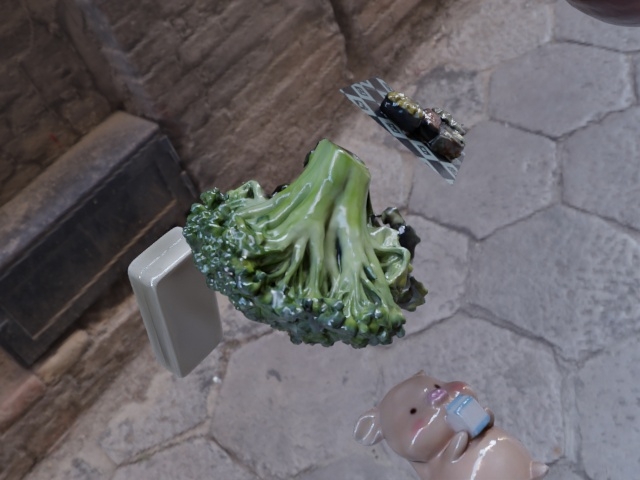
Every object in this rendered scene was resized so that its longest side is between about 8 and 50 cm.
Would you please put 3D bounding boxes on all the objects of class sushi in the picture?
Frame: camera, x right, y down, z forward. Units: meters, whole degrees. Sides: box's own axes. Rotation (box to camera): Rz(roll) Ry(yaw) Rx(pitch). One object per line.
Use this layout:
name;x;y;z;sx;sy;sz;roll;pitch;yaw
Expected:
sushi;0.203;-0.265;1.471;0.059;0.292;0.294;-50;0;27

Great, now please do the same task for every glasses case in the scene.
glasses case;-0.279;0.131;1.386;0.076;0.336;0.144;30;54;24

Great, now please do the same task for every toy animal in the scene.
toy animal;0.214;0.338;1.167;0.195;0.213;0.256;-27;71;-31

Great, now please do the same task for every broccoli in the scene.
broccoli;-0.013;0.020;0.983;0.272;0.324;0.334;-35;11;12

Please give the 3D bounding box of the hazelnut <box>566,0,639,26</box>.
hazelnut;0.624;-0.598;1.275;0.402;0.402;0.428;5;70;29
